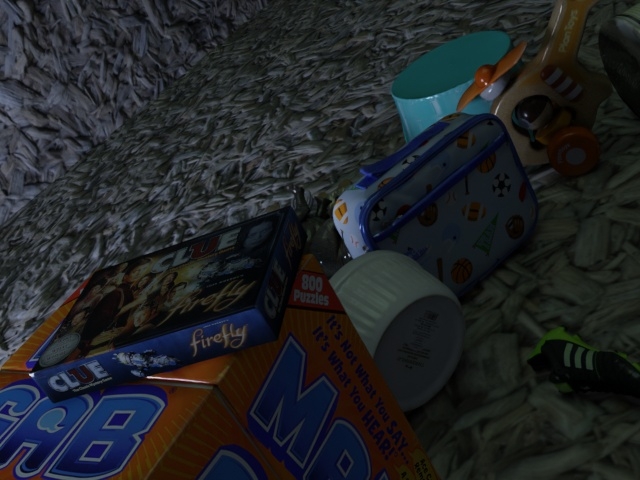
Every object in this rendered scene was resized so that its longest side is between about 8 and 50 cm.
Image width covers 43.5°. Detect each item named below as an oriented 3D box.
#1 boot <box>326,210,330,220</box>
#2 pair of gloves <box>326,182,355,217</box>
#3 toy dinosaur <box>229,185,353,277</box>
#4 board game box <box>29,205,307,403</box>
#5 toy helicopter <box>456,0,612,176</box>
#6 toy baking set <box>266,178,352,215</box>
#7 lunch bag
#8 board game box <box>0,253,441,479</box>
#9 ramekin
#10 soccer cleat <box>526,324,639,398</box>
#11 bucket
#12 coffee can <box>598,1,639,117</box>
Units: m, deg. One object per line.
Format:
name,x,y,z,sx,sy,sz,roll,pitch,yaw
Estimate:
boot,0.066,-0.074,1.573,0.121,0.045,0.099,-13,31,35
pair of gloves,-0.007,0.021,1.430,0.240,0.042,0.204,-26,50,17
toy dinosaur,0.000,0.000,1.355,0.313,0.121,0.160,13,85,29
board game box,-0.140,0.059,0.768,0.243,0.042,0.165,-18,28,20
toy helicopter,0.359,-0.284,1.291,0.234,0.355,0.140,10,35,2
toy baking set,-0.016,-0.026,1.540,0.256,0.030,0.197,-9,48,37
lunch bag,0.172,-0.041,1.196,0.303,0.243,0.115,-38,28,-17
board game box,-0.147,0.269,0.856,0.356,0.357,0.356,-5,36,39
ramekin,0.093,0.125,1.044,0.207,0.207,0.109,-39,37,-18
soccer cleat,0.315,0.155,0.937,0.072,0.060,0.179,-45,23,-9
bucket,0.278,-0.258,1.525,0.281,0.183,0.281,-23,28,13
coffee can,0.628,-0.338,1.300,0.275,0.202,0.201,-30,27,0
